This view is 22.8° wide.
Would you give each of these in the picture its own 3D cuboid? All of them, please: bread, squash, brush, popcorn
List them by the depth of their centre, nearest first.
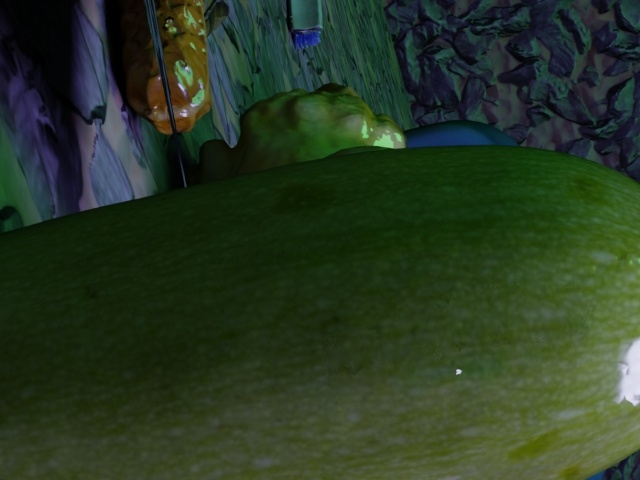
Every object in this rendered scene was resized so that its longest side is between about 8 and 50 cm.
[{"bbox_3d":[0.014,0.033,0.534,0.132,0.247,0.132,-13,90,-82],"label":"squash"},{"bbox_3d":[-0.085,-0.125,0.839,0.052,0.044,0.157,52,23,-53],"label":"bread"},{"bbox_3d":[-0.001,0.009,0.872,0.195,0.173,0.168,-109,-158,-67],"label":"popcorn"},{"bbox_3d":[-0.016,-0.247,1.574,0.178,0.033,0.030,-94,173,-51],"label":"brush"}]

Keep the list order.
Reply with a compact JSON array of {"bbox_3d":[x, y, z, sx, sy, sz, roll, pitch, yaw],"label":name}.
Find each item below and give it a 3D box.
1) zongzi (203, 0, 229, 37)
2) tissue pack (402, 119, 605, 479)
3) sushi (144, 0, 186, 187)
[{"bbox_3d":[-0.089,-0.147,0.899,0.083,0.040,0.076,61,18,-16],"label":"zongzi"},{"bbox_3d":[0.086,0.069,1.116,0.206,0.198,0.287,29,46,-78],"label":"tissue pack"},{"bbox_3d":[-0.129,-0.240,0.656,0.343,0.064,0.359,83,-6,-50],"label":"sushi"}]
